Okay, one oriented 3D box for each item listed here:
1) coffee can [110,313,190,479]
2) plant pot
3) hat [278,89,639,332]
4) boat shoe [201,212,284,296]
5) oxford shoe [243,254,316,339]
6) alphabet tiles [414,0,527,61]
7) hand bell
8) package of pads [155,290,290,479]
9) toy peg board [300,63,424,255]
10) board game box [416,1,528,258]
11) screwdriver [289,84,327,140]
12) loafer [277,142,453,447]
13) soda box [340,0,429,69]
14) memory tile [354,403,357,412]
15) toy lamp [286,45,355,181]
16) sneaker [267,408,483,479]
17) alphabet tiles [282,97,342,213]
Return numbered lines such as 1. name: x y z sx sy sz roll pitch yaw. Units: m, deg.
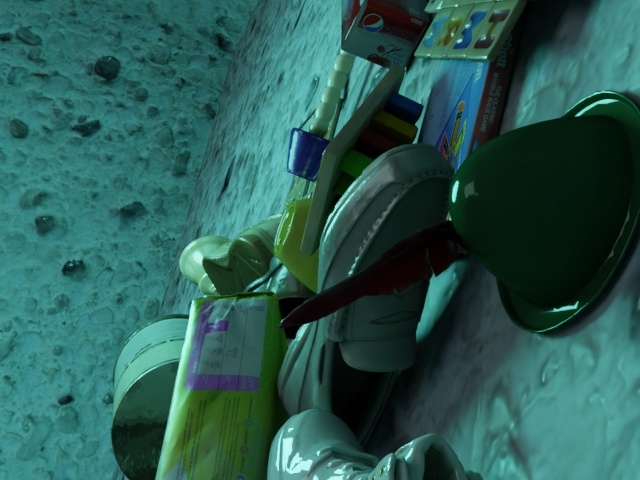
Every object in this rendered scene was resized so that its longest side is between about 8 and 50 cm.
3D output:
1. coffee can: -0.207 0.236 1.365 0.275 0.201 0.201 -145 75 -76
2. plant pot: 0.000 0.000 1.105 0.134 0.095 0.134 -161 90 -76
3. hat: 0.092 -0.041 0.609 0.208 0.183 0.173 -91 24 -55
4. boat shoe: -0.092 0.037 1.429 0.110 0.122 0.341 -36 4 -22
5. oxford shoe: -0.059 0.097 1.242 0.227 0.083 0.096 122 152 -55
6. alphabet tiles: 0.189 -0.296 0.861 0.285 0.011 0.342 -60 15 5
7. hand bell: -0.192 0.109 1.766 0.126 0.126 0.242 -64 28 27
8. package of pads: -0.084 0.223 0.939 0.229 0.101 0.296 80 -170 -46
9. toy peg board: 0.061 -0.070 0.974 0.160 0.079 0.161 -53 -13 -37
10. board game box: 0.131 -0.110 0.886 0.145 0.027 0.281 150 138 -71
11. screwdriver: -0.004 -0.206 1.453 0.170 0.024 0.025 -57 -40 -31
12. loafer: 0.048 0.063 0.798 0.111 0.112 0.319 53 140 38
13. soda box: 0.083 -0.334 1.241 0.263 0.092 0.083 -88 21 -50
14. memory tile: 0.031 0.153 0.948 0.113 0.012 0.148 -173 102 -76
15. toy lamp: 0.019 -0.222 1.379 0.080 0.080 0.275 -140 70 -76
16. sneaker: 0.048 0.188 0.666 0.169 0.108 0.292 -63 25 23
17. alphabet tiles: -0.016 -0.133 1.540 0.198 0.009 0.237 142 146 -66
